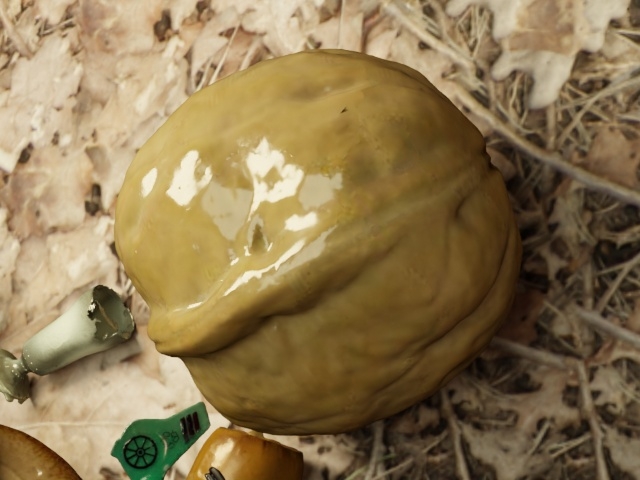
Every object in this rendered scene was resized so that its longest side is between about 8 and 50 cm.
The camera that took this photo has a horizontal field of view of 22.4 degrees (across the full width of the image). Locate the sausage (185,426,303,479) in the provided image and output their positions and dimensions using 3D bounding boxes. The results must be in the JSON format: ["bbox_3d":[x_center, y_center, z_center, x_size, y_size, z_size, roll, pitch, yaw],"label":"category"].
[{"bbox_3d":[-0.115,0.343,1.602,0.112,0.112,0.328,20,87,28],"label":"sausage"}]

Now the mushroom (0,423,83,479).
[{"bbox_3d":[-0.383,0.333,1.638,0.345,0.239,0.345,-4,71,10],"label":"mushroom"}]

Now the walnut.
[{"bbox_3d":[0.000,0.000,1.511,0.381,0.381,0.381,-6,76,24],"label":"walnut"}]

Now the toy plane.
[{"bbox_3d":[-0.101,0.344,1.509,0.155,0.106,0.381,-26,92,-9],"label":"toy plane"}]

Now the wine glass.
[{"bbox_3d":[-0.282,0.114,1.758,0.155,0.072,0.072,-31,67,17],"label":"wine glass"}]
